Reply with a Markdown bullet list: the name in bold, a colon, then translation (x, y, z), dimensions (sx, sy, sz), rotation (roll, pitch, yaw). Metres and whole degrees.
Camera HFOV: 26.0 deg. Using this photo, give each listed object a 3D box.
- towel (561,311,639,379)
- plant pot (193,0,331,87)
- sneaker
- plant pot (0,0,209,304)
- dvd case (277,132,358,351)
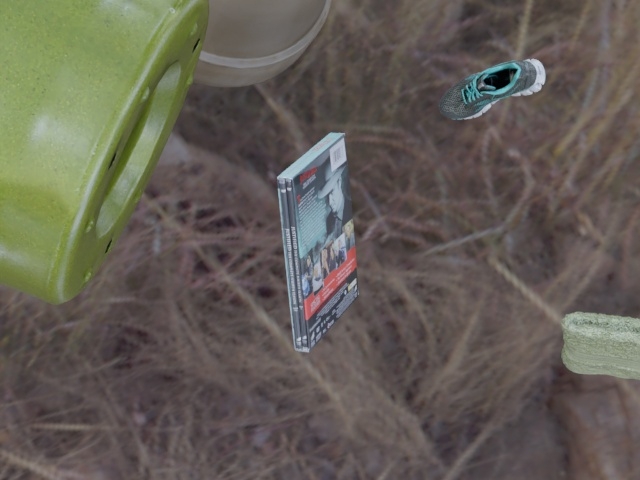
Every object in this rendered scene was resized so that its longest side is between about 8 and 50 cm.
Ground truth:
- **towel**: translation (0.284, 0.097, 1.211), dimensions (0.148, 0.110, 0.027), rotation (8, 67, 14)
- **plant pot**: translation (-0.093, -0.398, 1.777), dimensions (0.323, 0.280, 0.323), rotation (8, 69, -23)
- **sneaker**: translation (0.238, -0.224, 2.008), dimensions (0.076, 0.166, 0.065), rotation (2, 68, -60)
- **plant pot**: translation (-0.277, -0.132, 0.934), dimensions (0.353, 0.366, 0.366), rotation (25, 56, -1)
- **dvd case**: translation (0.000, 0.000, 0.895), dimensions (0.087, 0.013, 0.119), rotation (-45, 136, -56)
